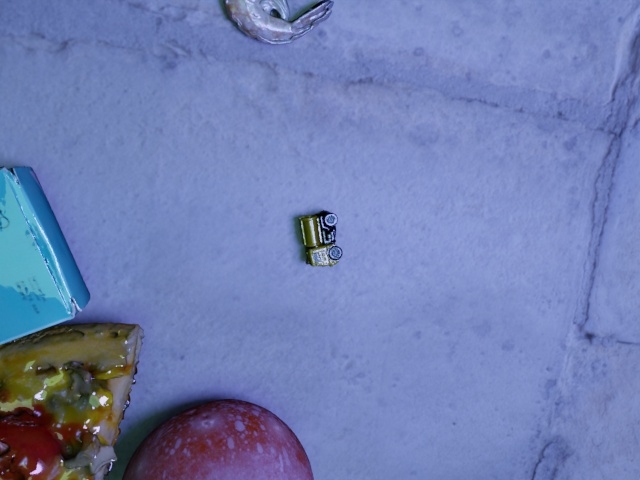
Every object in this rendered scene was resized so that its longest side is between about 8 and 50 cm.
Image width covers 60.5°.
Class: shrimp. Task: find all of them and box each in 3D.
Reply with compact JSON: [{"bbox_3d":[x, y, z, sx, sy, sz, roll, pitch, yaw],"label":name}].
[{"bbox_3d":[-0.024,-0.348,0.769,0.224,0.047,0.126,-14,106,-7],"label":"shrimp"}]

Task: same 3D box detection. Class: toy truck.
[{"bbox_3d":[0.000,0.000,0.823,0.054,0.049,0.083,-10,99,-9],"label":"toy truck"}]

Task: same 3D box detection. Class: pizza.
[{"bbox_3d":[-0.383,0.325,0.673,0.440,0.130,0.405,-26,73,0],"label":"pizza"}]

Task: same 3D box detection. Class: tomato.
[{"bbox_3d":[-0.140,0.361,0.755,0.271,0.227,0.269,-2,96,-14],"label":"tomato"}]

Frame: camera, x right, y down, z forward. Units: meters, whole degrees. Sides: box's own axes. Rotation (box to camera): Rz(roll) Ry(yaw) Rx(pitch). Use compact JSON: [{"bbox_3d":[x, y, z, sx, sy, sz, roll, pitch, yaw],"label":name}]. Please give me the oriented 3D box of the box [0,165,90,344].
[{"bbox_3d":[-0.482,0.049,0.691,0.312,0.118,0.204,-21,104,-8],"label":"box"}]
